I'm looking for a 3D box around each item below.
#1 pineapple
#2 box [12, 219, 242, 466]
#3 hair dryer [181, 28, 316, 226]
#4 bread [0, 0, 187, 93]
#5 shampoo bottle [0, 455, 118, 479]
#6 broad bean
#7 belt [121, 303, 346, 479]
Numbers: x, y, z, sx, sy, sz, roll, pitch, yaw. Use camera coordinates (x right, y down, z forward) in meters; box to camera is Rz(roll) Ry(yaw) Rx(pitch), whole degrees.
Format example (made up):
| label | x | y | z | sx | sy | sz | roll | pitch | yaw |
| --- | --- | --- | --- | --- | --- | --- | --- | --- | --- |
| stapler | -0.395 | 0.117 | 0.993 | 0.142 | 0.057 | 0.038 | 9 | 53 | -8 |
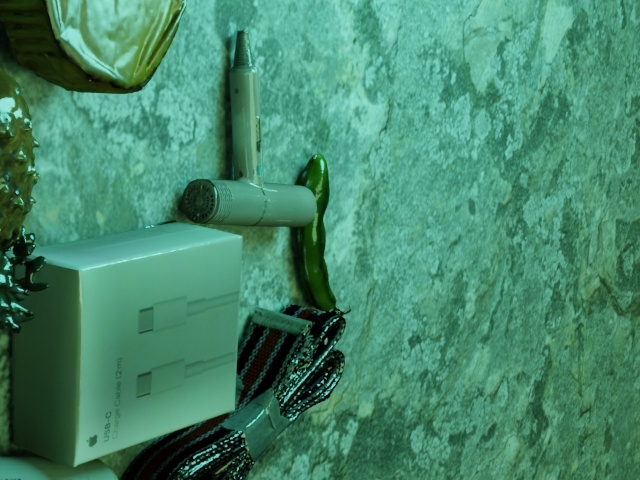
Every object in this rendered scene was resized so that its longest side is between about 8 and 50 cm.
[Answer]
| label | x | y | z | sx | sy | sz | roll | pitch | yaw |
| --- | --- | --- | --- | --- | --- | --- | --- | --- | --- |
| pineapple | -0.320 | -0.016 | 1.246 | 0.158 | 0.158 | 0.278 | -38 | 140 | -43 |
| box | -0.197 | 0.099 | 1.464 | 0.252 | 0.106 | 0.203 | -11 | 110 | -52 |
| hair dryer | -0.074 | -0.126 | 1.628 | 0.195 | 0.054 | 0.220 | 3 | 90 | -56 |
| bread | -0.219 | -0.238 | 1.340 | 0.199 | 0.104 | 0.199 | -10 | 103 | -51 |
| shampoo bottle | -0.293 | 0.254 | 1.380 | 0.303 | 0.092 | 0.092 | 11 | 90 | -55 |
| broad bean | -0.004 | 0.003 | 1.761 | 0.069 | 0.039 | 0.227 | -31 | 124 | -39 |
| belt | -0.096 | 0.210 | 1.641 | 0.359 | 0.094 | 0.126 | -48 | 136 | -35 |
